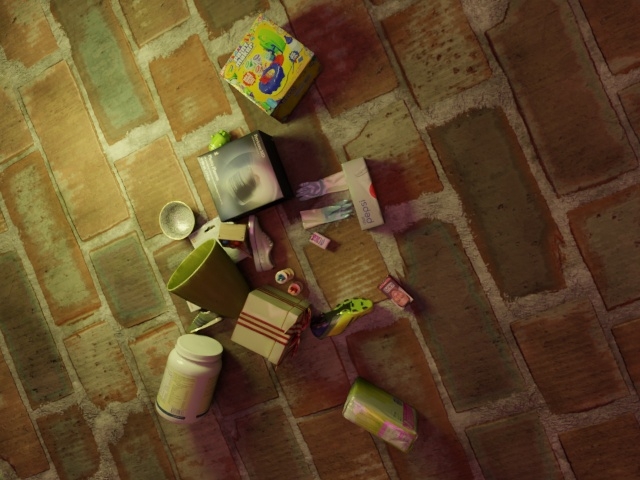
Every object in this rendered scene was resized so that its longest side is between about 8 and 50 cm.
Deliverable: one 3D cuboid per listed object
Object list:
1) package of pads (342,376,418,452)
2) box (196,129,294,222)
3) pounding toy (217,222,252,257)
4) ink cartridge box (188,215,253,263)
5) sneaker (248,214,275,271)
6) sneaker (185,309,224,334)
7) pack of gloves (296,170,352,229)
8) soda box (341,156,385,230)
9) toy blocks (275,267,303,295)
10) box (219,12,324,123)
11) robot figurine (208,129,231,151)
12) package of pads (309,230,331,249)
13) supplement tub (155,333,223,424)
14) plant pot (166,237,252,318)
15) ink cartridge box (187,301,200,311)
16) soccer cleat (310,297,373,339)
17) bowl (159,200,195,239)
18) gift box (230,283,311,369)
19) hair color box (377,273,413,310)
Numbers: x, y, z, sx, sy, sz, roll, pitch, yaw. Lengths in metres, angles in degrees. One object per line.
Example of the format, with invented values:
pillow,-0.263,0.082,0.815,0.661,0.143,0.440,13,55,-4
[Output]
package of pads,0.244,0.695,1.718,0.297,0.229,0.101,27,99,9
box,-0.309,-0.263,1.790,0.294,0.183,0.296,-21,90,12
pounding toy,-0.354,0.002,1.807,0.130,0.141,0.100,5,70,1
ink cartridge box,-0.447,0.019,1.907,0.224,0.045,0.223,-29,88,11
sneaker,-0.250,0.009,1.845,0.092,0.094,0.257,-9,107,0
sneaker,-0.536,0.357,1.948,0.192,0.064,0.086,-24,81,12
pack of gloves,0.012,-0.168,1.797,0.232,0.046,0.194,-15,92,12
soda box,0.176,-0.188,1.736,0.098,0.091,0.286,-17,91,12
toy blocks,-0.135,0.181,1.801,0.054,0.148,0.123,-35,86,13
box,-0.195,-0.687,1.736,0.279,0.177,0.289,40,101,8
robot figurine,-0.440,-0.423,1.862,0.101,0.067,0.115,43,102,35
package of pads,0.000,0.000,1.819,0.083,0.032,0.050,29,97,8
supplement tub,-0.570,0.603,1.880,0.236,0.235,0.324,19,98,10
plant pot,-0.430,0.187,1.788,0.275,0.274,0.293,-39,114,12
ink cartridge box,-0.531,0.247,1.933,0.151,0.063,0.109,-23,89,12
soccer cleat,0.096,0.333,1.809,0.289,0.093,0.121,-25,119,8
bowl,-0.625,-0.091,1.920,0.170,0.080,0.169,1,94,13
gift box,-0.195,0.357,1.769,0.258,0.276,0.254,24,104,8
hair color box,0.308,0.214,1.763,0.141,0.043,0.072,43,100,5
